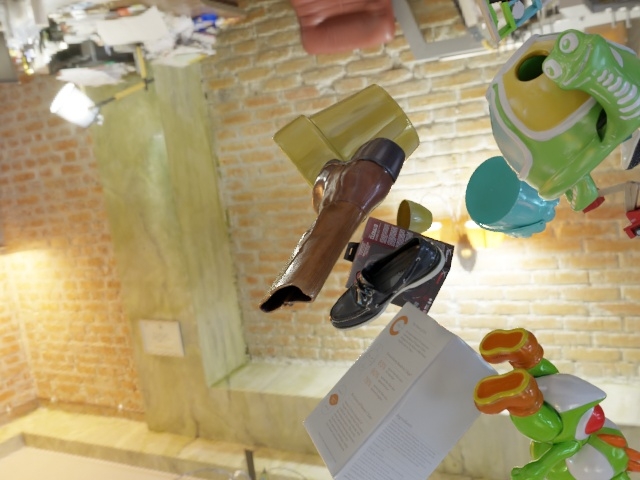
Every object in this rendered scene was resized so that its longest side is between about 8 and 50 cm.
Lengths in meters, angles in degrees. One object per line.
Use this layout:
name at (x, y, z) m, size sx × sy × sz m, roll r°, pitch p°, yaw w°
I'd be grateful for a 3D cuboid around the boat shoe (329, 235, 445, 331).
boat shoe at (0.146, 0.103, 1.512) m, size 0.340 × 0.113 × 0.127 m, roll -31°, pitch -134°, yaw 15°

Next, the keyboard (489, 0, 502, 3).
keyboard at (0.504, -0.610, 1.450) m, size 0.192 × 0.038 × 0.100 m, roll -1°, pitch -162°, yaw 39°

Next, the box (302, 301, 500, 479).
box at (0.159, 0.326, 1.205) m, size 0.345 × 0.168 × 0.215 m, roll -49°, pitch -160°, yaw -2°

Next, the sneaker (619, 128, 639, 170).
sneaker at (0.651, -0.231, 1.265) m, size 0.057 × 0.161 × 0.075 m, roll -13°, pitch -151°, yaw -30°

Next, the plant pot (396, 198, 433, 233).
plant pot at (0.327, -0.073, 2.055) m, size 0.095 × 0.134 × 0.134 m, roll 3°, pitch -174°, yaw -14°

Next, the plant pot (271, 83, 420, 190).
plant pot at (0.065, -0.191, 1.262) m, size 0.239 × 0.254 × 0.254 m, roll -39°, pitch -171°, yaw 2°

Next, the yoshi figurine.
yoshi figurine at (0.387, 0.322, 1.038) m, size 0.203 × 0.362 × 0.203 m, roll -46°, pitch -161°, yaw 0°

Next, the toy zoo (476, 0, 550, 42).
toy zoo at (0.573, -0.709, 1.656) m, size 0.293 × 0.192 × 0.030 m, roll -38°, pitch -133°, yaw 8°

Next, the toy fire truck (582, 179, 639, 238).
toy fire truck at (0.676, -0.080, 1.295) m, size 0.047 × 0.135 × 0.192 m, roll -30°, pitch 173°, yaw -41°

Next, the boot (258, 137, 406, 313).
boot at (0.000, 0.000, 0.917) m, size 0.280 × 0.096 × 0.264 m, roll -58°, pitch -161°, yaw -23°

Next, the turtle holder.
turtle holder at (0.359, -0.185, 0.888) m, size 0.243 × 0.227 × 0.320 m, roll -52°, pitch 168°, yaw 34°

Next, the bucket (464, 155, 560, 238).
bucket at (0.639, -0.148, 2.041) m, size 0.183 × 0.281 × 0.281 m, roll 14°, pitch 176°, yaw -31°

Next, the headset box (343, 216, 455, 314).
headset box at (0.214, 0.073, 1.761) m, size 0.293 × 0.218 × 0.110 m, roll 20°, pitch -136°, yaw 3°
